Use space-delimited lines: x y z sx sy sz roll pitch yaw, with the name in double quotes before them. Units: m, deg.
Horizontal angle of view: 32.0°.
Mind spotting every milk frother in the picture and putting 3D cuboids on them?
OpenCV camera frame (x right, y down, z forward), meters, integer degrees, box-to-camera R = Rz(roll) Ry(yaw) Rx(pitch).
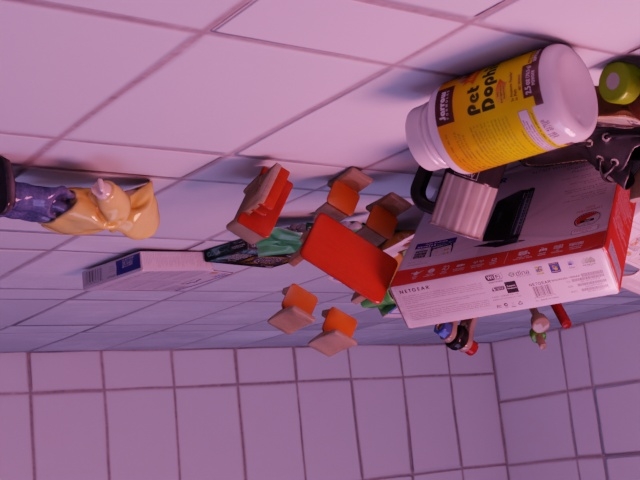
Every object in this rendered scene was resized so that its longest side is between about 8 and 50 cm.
"milk frother" 0.218 -0.078 1.623 0.129 0.135 0.143 25 -170 42

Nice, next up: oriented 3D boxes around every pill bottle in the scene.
"pill bottle" 0.210 -0.149 1.326 0.215 0.117 0.117 -16 165 39

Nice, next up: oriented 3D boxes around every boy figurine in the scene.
"boy figurine" -0.338 -0.055 1.574 0.285 0.092 0.177 4 165 -43

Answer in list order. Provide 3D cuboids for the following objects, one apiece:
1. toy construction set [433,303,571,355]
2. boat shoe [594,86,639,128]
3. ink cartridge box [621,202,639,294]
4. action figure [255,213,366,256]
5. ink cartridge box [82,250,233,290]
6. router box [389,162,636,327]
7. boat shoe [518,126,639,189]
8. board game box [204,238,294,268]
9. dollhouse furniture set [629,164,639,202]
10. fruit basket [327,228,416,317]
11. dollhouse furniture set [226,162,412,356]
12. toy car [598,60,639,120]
"toy construction set" 0.394 0.111 2.539 0.308 0.257 0.237 14 -152 -14
"boat shoe" 0.401 -0.176 1.465 0.152 0.056 0.049 5 172 -5
"ink cartridge box" 0.595 -0.023 1.955 0.261 0.066 0.296 -39 145 27
"action figure" -0.001 -0.013 2.008 0.232 0.064 0.137 -2 166 1
"ink cartridge box" -0.330 0.063 2.257 0.224 0.045 0.223 4 165 -43
"router box" 0.305 -0.006 1.729 0.335 0.082 0.301 -13 -153 28
"boat shoe" 0.434 -0.128 1.547 0.340 0.113 0.127 -10 168 19
"board game box" -0.122 0.026 2.228 0.126 0.026 0.186 -16 164 39
"dollhouse furniture set" 0.546 -0.069 1.613 0.144 0.123 0.151 -14 132 32
"fruit basket" 0.243 0.038 2.145 0.327 0.165 0.353 5 161 -42
"dollhouse furniture set" 0.000 0.000 1.670 0.259 0.262 0.135 31 153 -16
"toy car" 0.445 -0.132 1.345 0.155 0.188 0.149 2 166 -32
